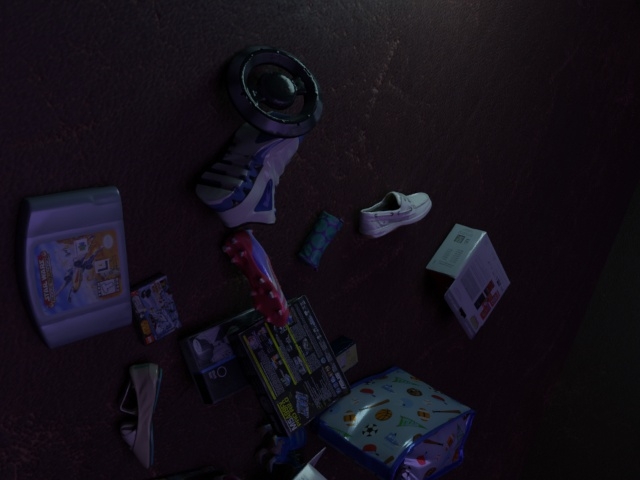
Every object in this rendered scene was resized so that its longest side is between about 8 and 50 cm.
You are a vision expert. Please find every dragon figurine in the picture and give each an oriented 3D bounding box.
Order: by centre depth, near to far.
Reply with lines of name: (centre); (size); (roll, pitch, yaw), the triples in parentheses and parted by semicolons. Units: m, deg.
dragon figurine: (-0.097, 0.540, 1.674); (0.144, 0.085, 0.288); (-13, 117, -44)

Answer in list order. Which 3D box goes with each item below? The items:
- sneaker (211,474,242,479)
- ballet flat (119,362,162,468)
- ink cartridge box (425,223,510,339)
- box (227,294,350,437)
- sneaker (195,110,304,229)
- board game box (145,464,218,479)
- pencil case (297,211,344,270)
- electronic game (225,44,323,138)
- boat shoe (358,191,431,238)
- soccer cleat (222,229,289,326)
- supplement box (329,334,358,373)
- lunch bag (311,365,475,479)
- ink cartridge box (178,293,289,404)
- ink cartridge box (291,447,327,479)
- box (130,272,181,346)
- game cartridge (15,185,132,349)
sneaker: (-0.223, 0.662, 1.556); (0.252, 0.103, 0.111); (63, 47, -63)
ballet flat: (-0.402, 0.386, 1.339); (0.086, 0.086, 0.248); (-1, 103, -45)
ink cartridge box: (0.497, 0.147, 2.101); (0.271, 0.130, 0.309); (-52, 133, -17)
box: (-0.071, 0.297, 1.463); (0.216, 0.060, 0.269); (-29, 95, -37)
sneaker: (-0.146, -0.140, 1.388); (0.315, 0.128, 0.182); (-53, 148, -28)
board game box: (-0.373, 0.636, 1.478); (0.260, 0.030, 0.136); (8, 100, -46)
pencil case: (0.000, 0.000, 1.606); (0.070, 0.065, 0.151); (38, 76, -28)
electronic game: (-0.098, -0.328, 1.338); (0.230, 0.048, 0.229); (11, 65, -25)
boat shoe: (0.223, -0.096, 1.770); (0.277, 0.098, 0.096); (-27, 122, -35)
soccer cleat: (-0.133, 0.083, 1.419); (0.248, 0.083, 0.095); (57, 37, 4)
supplement box: (0.060, 0.340, 1.785); (0.083, 0.056, 0.083); (-28, 122, -35)
lunch bag: (0.211, 0.577, 1.825); (0.386, 0.328, 0.238); (-6, 109, -46)
ink cartridge box: (-0.165, 0.254, 1.484); (0.333, 0.065, 0.165); (-22, 90, -40)
ink cartridge box: (-0.079, 0.747, 1.639); (0.353, 0.119, 0.207); (-35, 156, -42)
box: (-0.364, 0.150, 1.322); (0.094, 0.027, 0.136); (-30, 123, -36)
game cartridge: (-0.471, 0.054, 1.167); (0.198, 0.062, 0.296); (-19, 116, -44)
